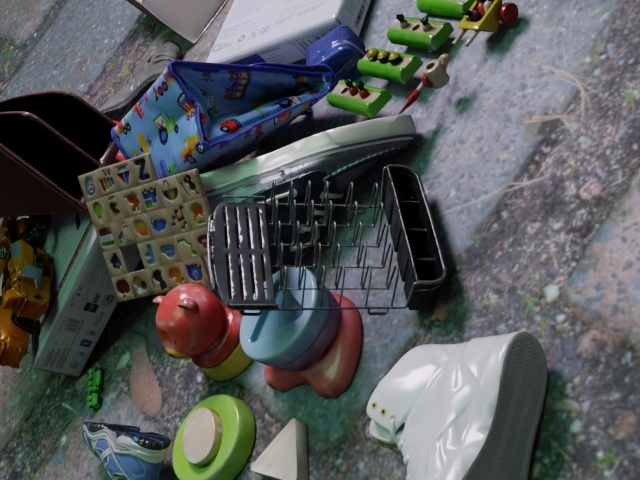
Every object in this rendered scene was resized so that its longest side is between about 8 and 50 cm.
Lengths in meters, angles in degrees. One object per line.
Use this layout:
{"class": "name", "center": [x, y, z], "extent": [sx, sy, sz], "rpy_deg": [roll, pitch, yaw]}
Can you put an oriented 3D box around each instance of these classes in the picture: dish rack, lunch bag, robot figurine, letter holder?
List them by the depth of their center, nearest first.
{"class": "dish rack", "center": [0.000, 0.000, 1.169], "extent": [0.208, 0.272, 0.074], "rpy_deg": [-100, 14, -46]}
{"class": "lunch bag", "center": [-0.123, -0.176, 1.440], "extent": [0.221, 0.293, 0.138], "rpy_deg": [-32, 79, 50]}
{"class": "lunch bag", "center": [0.021, -0.274, 1.495], "extent": [0.098, 0.067, 0.065], "rpy_deg": [-32, 41, 28]}
{"class": "letter holder", "center": [-0.496, -0.157, 1.535], "extent": [0.302, 0.214, 0.152], "rpy_deg": [-1, 58, 46]}
{"class": "robot figurine", "center": [-0.513, 0.065, 1.630], "extent": [0.211, 0.085, 0.291], "rpy_deg": [-59, 32, 23]}

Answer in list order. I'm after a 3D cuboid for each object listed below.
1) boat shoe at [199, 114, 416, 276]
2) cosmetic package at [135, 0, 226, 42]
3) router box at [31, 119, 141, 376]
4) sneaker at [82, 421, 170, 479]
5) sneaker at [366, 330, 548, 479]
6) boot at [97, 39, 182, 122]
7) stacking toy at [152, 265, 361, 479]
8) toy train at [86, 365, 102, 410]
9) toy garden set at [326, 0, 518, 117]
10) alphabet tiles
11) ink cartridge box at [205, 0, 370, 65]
{"class": "boat shoe", "center": [-0.016, -0.054, 1.338], "extent": [0.341, 0.127, 0.158], "rpy_deg": [-17, 88, 15]}
{"class": "cosmetic package", "center": [-0.332, -0.530, 2.024], "extent": [0.129, 0.153, 0.296], "rpy_deg": [-54, 35, 2]}
{"class": "router box", "center": [-0.394, 0.004, 1.629], "extent": [0.335, 0.082, 0.301], "rpy_deg": [-58, 32, 25]}
{"class": "sneaker", "center": [-0.283, 0.300, 1.351], "extent": [0.211, 0.080, 0.081], "rpy_deg": [-1, 80, 58]}
{"class": "sneaker", "center": [0.112, 0.228, 0.966], "extent": [0.169, 0.108, 0.292], "rpy_deg": [-10, 44, 45]}
{"class": "boot", "center": [-0.376, -0.293, 1.954], "extent": [0.247, 0.083, 0.161], "rpy_deg": [-30, 35, 20]}
{"class": "stacking toy", "center": [-0.113, 0.167, 1.232], "extent": [0.309, 0.130, 0.279], "rpy_deg": [-13, 52, 42]}
{"class": "toy train", "center": [-0.359, 0.234, 1.543], "extent": [0.024, 0.017, 0.083], "rpy_deg": [-27, 43, 17]}
{"class": "toy garden set", "center": [0.137, -0.273, 1.343], "extent": [0.244, 0.049, 0.204], "rpy_deg": [-48, 34, -11]}
{"class": "alphabet tiles", "center": [-0.239, -0.021, 1.370], "extent": [0.237, 0.009, 0.198], "rpy_deg": [-12, 98, 38]}
{"class": "ink cartridge box", "center": [-0.028, -0.446, 1.691], "extent": [0.324, 0.071, 0.330], "rpy_deg": [-9, 51, 44]}
